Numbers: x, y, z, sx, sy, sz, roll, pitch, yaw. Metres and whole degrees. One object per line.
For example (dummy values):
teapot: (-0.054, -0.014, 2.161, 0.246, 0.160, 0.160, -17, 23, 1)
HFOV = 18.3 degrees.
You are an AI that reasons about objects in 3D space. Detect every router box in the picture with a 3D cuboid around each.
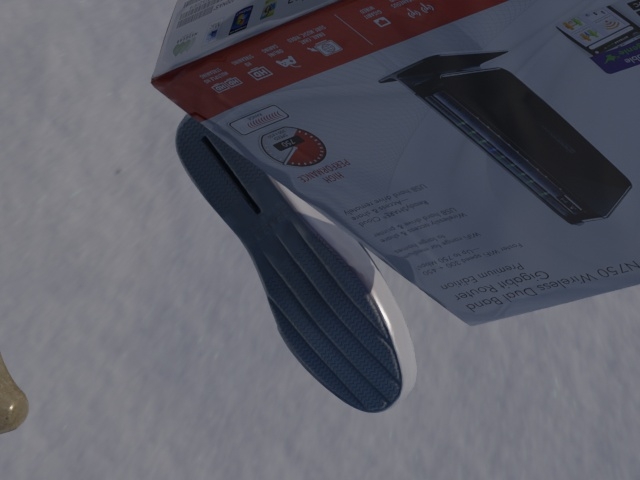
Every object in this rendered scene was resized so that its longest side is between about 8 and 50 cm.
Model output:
router box: (0.125, -0.086, 1.139, 0.335, 0.082, 0.301, -18, 137, 43)

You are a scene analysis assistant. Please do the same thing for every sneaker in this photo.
sneaker: (0.000, 0.000, 1.429, 0.094, 0.091, 0.258, -34, 86, 36)

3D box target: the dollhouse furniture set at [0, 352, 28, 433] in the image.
dollhouse furniture set: (-0.238, -0.004, 0.675, 0.151, 0.197, 0.301, 10, 131, 26)
